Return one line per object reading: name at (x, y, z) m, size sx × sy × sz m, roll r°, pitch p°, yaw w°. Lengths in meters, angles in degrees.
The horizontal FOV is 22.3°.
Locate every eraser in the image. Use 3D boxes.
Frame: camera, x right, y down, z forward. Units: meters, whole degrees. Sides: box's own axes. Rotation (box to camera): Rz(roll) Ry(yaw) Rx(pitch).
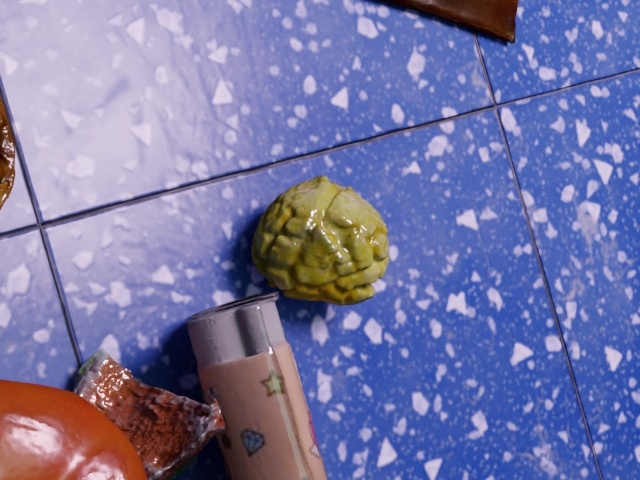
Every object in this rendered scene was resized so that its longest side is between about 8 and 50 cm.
eraser at (-0.034, 0.192, 1.346) m, size 0.087 × 0.171 × 0.290 m, roll -17°, pitch 91°, yaw -4°

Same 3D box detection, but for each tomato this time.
tomato at (-0.250, 0.225, 1.191) m, size 0.260 × 0.180 × 0.260 m, roll 7°, pitch 76°, yaw -29°

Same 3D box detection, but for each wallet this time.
wallet at (0.123, -0.259, 1.588) m, size 0.176 × 0.026 × 0.095 m, roll 12°, pitch 82°, yaw -28°

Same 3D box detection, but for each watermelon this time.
watermelon at (-0.134, 0.176, 1.305) m, size 0.098 × 0.158 × 0.121 m, roll -49°, pitch 134°, yaw -27°

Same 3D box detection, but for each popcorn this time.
popcorn at (0.000, 0.000, 1.431) m, size 0.121 × 0.116 × 0.106 m, roll -13°, pitch 52°, yaw 6°

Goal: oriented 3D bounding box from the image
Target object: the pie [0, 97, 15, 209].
pie at (-0.290, -0.087, 1.305) m, size 0.088 × 0.033 × 0.191 m, roll -13°, pitch 84°, yaw -40°
